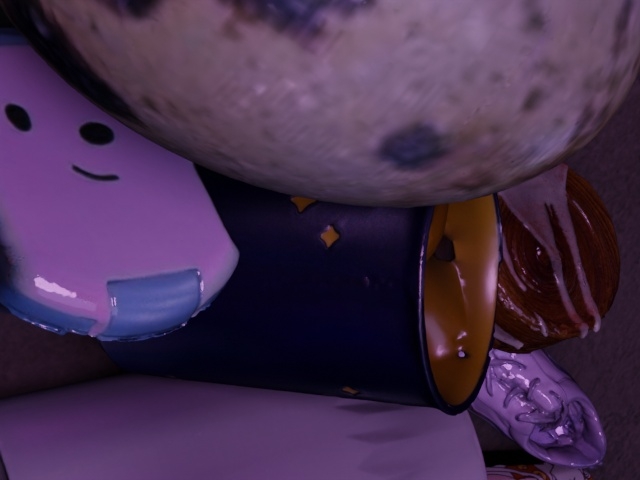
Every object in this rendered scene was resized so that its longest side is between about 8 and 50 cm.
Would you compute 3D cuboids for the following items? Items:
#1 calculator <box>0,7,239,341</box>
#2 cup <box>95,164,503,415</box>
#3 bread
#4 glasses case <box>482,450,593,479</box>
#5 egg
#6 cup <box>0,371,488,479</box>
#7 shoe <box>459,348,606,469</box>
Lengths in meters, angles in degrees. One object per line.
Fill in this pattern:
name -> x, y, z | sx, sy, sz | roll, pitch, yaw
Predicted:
calculator -> -0.163, -0.066, 0.861 | 0.173, 0.293, 0.051 | -10, 152, -40
cup -> -0.003, 0.021, 0.997 | 0.255, 0.256, 0.178 | 8, 85, -65
bread -> 0.165, 0.011, 1.125 | 0.160, 0.160, 0.073 | 12, 157, -28
glasses case -> 0.138, 0.249, 1.294 | 0.267, 0.067, 0.103 | 2, 118, -26
egg -> -0.009, -0.199, 0.776 | 0.428, 0.345, 0.345 | 43, 95, -7
cup -> -0.077, 0.212, 1.057 | 0.372, 0.253, 0.253 | -11, 122, -21
shoe -> 0.149, 0.108, 1.177 | 0.095, 0.137, 0.245 | -49, 126, 1
